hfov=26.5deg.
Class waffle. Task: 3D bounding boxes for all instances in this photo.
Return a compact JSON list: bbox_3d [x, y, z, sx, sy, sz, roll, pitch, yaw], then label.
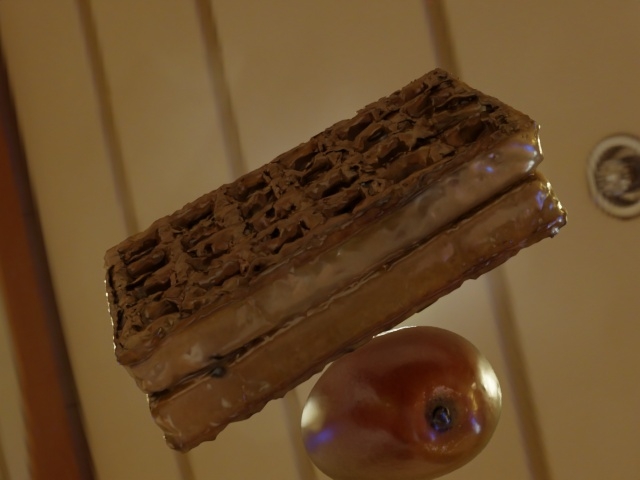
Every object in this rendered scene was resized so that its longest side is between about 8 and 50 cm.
[{"bbox_3d":[-0.001,-0.001,0.952,0.091,0.308,0.213,62,-2,-22],"label":"waffle"}]

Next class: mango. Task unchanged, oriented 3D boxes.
[{"bbox_3d":[0.057,0.150,1.153,0.129,0.146,0.289,62,-27,10],"label":"mango"}]
